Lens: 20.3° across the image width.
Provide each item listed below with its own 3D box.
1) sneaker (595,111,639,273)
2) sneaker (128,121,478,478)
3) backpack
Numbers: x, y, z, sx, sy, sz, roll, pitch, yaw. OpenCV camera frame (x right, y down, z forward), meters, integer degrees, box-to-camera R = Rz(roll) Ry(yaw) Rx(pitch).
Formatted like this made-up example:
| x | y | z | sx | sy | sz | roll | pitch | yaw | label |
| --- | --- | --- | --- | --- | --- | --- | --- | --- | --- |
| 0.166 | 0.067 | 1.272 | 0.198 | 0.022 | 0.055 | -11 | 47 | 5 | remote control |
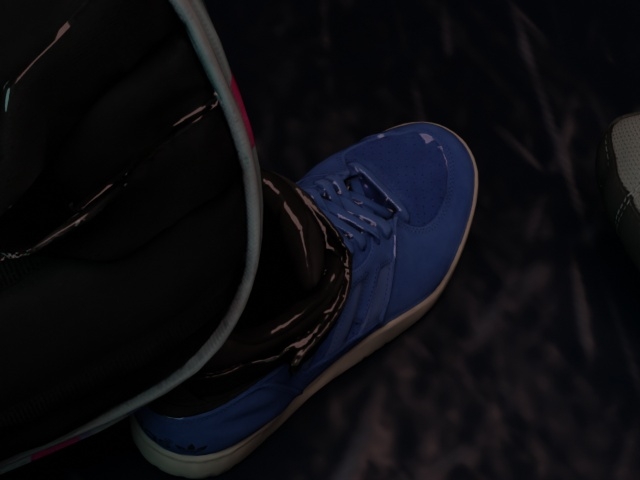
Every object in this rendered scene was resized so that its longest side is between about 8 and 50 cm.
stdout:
| x | y | z | sx | sy | sz | roll | pitch | yaw | label |
| --- | --- | --- | --- | --- | --- | --- | --- | --- | --- |
| 0.214 | -0.049 | 0.592 | 0.272 | 0.100 | 0.108 | -23 | 59 | -18 | sneaker |
| 0.001 | 0.001 | 0.544 | 0.058 | 0.084 | 0.152 | 40 | 63 | 17 | sneaker |
| -0.148 | -0.029 | 0.445 | 0.254 | 0.225 | 0.191 | -21 | 42 | 6 | backpack |
